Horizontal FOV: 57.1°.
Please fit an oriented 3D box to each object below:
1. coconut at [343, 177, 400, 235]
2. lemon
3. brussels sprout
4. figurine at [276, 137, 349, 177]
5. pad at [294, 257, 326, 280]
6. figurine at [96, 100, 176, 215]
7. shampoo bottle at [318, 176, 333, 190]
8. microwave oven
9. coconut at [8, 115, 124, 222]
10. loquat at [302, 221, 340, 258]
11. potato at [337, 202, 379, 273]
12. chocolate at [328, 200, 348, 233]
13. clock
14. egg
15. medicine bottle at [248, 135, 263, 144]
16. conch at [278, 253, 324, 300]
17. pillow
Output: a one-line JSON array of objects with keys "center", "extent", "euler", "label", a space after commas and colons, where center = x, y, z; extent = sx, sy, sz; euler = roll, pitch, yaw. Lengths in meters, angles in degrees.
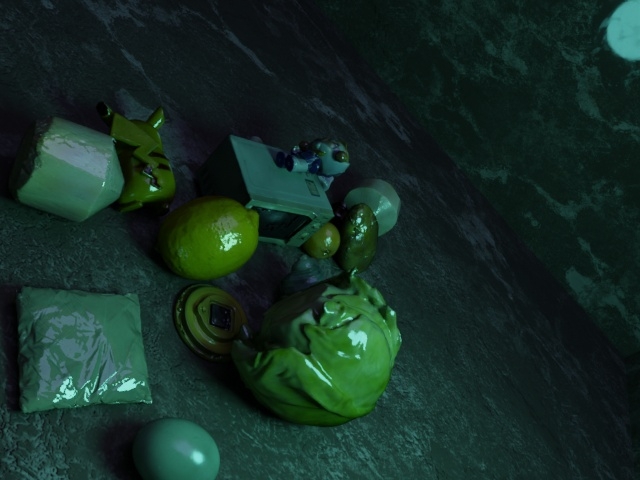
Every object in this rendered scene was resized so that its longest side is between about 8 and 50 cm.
[{"center": [0.196, -0.127, 2.304], "extent": [0.241, 0.241, 0.241], "euler": [30, 39, -28], "label": "coconut"}, {"center": [-0.302, -0.006, 1.589], "extent": [0.263, 0.236, 0.236], "euler": [0, 46, 1], "label": "lemon"}, {"center": [0.012, 0.306, 1.522], "extent": [0.361, 0.425, 0.342], "euler": [63, -11, -12], "label": "brussels sprout"}, {"center": [-0.008, -0.257, 1.879], "extent": [0.194, 0.133, 0.274], "euler": [11, 22, 20], "label": "figurine"}, {"center": [-0.011, 0.140, 1.992], "extent": [0.113, 0.006, 0.187], "euler": [-7, 63, -51], "label": "pad"}, {"center": [-0.509, -0.229, 1.624], "extent": [0.218, 0.169, 0.326], "euler": [6, 55, -52], "label": "figurine"}, {"center": [0.014, -0.247, 2.355], "extent": [0.072, 0.043, 0.099], "euler": [44, 34, -11], "label": "shampoo bottle"}, {"center": [-0.181, -0.142, 1.877], "extent": [0.355, 0.218, 0.286], "euler": [7, 50, -46], "label": "microwave oven"}, {"center": [-0.593, -0.163, 1.413], "extent": [0.244, 0.239, 0.239], "euler": [20, 44, -36], "label": "coconut"}, {"center": [0.000, 0.000, 2.020], "extent": [0.141, 0.141, 0.141], "euler": [30, 39, -28], "label": "loquat"}, {"center": [0.136, -0.004, 2.083], "extent": [0.141, 0.296, 0.191], "euler": [16, 48, 18], "label": "potato"}, {"center": [0.040, -0.065, 2.145], "extent": [0.125, 0.148, 0.080], "euler": [12, 35, 12], "label": "chocolate"}, {"center": [-0.277, 0.211, 1.575], "extent": [0.237, 0.057, 0.237], "euler": [30, 39, -29], "label": "clock"}, {"center": [-0.302, 0.452, 1.231], "extent": [0.192, 0.149, 0.149], "euler": [34, 37, -19], "label": "egg"}, {"center": [-0.263, -0.293, 2.066], "extent": [0.059, 0.059, 0.231], "euler": [41, 35, -14], "label": "medicine bottle"}, {"center": [-0.044, 0.178, 1.787], "extent": [0.220, 0.195, 0.277], "euler": [4, 87, -37], "label": "conch"}, {"center": [-0.507, 0.227, 1.277], "extent": [0.281, 0.076, 0.274], "euler": [10, 53, -43], "label": "pillow"}]
